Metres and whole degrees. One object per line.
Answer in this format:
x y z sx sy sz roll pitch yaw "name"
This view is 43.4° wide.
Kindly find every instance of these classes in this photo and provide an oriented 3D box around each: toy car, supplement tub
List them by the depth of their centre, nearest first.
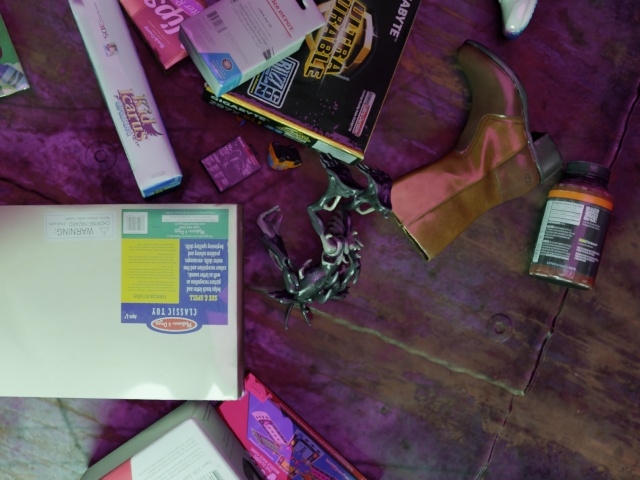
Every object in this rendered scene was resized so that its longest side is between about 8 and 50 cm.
-0.082 -0.158 1.250 0.040 0.060 0.122 -41 77 35 "toy car"
0.410 -0.025 1.296 0.106 0.106 0.198 16 87 -10 "supplement tub"

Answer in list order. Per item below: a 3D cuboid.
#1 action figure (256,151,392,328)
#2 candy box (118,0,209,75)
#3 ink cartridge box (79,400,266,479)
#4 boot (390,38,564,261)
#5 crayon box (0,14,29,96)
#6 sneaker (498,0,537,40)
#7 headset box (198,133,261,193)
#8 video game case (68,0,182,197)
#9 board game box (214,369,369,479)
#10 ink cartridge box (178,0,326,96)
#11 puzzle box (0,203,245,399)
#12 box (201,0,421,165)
0.000 0.000 1.204 0.164 0.141 0.276 3 130 -36 "action figure"
-0.239 -0.356 1.204 0.109 0.053 0.187 -34 94 -9 "candy box"
-0.178 0.412 1.157 0.226 0.131 0.306 -34 98 1 "ink cartridge box"
0.207 -0.146 1.286 0.280 0.096 0.264 -33 103 -2 "boot"
-0.601 -0.258 1.109 0.323 0.083 0.203 -23 86 -10 "crayon box"
0.306 -0.434 1.295 0.092 0.087 0.229 7 81 -3 "sneaker"
-0.135 -0.119 1.232 0.083 0.032 0.062 -34 96 -10 "headset box"
-0.257 -0.182 1.089 0.061 0.269 0.244 -22 94 -11 "video game case"
-0.058 0.349 1.247 0.281 0.027 0.145 44 84 -8 "board game box"
-0.095 -0.293 1.125 0.180 0.060 0.104 -33 91 -14 "ink cartridge box"
-0.307 0.085 1.131 0.408 0.052 0.272 0 89 7 "puzzle box"
-0.003 -0.310 1.218 0.257 0.079 0.322 23 79 -8 "box"
